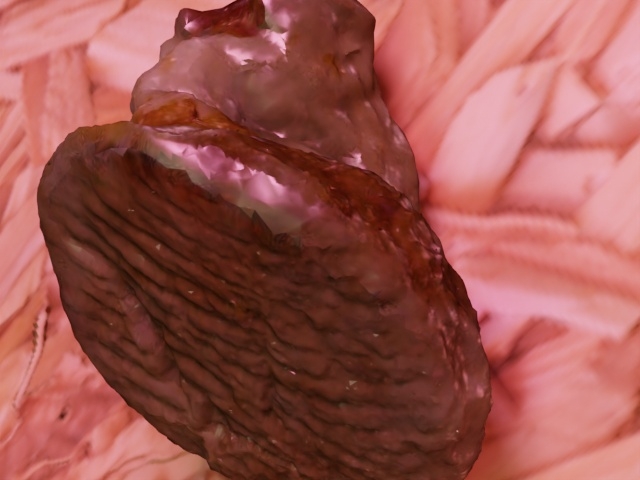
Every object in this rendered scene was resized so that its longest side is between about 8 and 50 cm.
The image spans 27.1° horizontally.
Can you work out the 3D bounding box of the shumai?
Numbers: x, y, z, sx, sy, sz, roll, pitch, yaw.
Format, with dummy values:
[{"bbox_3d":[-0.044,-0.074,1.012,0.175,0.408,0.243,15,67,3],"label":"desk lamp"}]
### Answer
[{"bbox_3d":[0.000,0.000,0.709,0.222,0.203,0.271,-8,118,37],"label":"shumai"}]
